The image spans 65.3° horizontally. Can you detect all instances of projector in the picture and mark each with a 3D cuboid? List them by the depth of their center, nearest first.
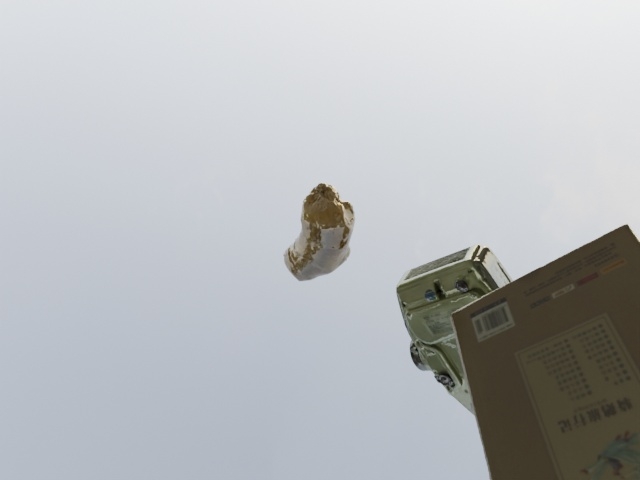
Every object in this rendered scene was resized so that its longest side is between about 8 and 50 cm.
[{"bbox_3d":[0.228,0.154,0.756,0.270,0.193,0.088,56,-139,-9],"label":"projector"}]

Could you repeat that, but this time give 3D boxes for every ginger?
[{"bbox_3d":[-0.001,-0.001,0.738,0.095,0.190,0.069,25,-136,10],"label":"ginger"}]

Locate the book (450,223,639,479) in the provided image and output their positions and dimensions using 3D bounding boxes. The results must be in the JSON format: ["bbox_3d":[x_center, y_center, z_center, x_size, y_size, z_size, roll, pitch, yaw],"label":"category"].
[{"bbox_3d":[0.239,0.142,0.446,0.217,0.021,0.310,-34,-146,27],"label":"book"}]
